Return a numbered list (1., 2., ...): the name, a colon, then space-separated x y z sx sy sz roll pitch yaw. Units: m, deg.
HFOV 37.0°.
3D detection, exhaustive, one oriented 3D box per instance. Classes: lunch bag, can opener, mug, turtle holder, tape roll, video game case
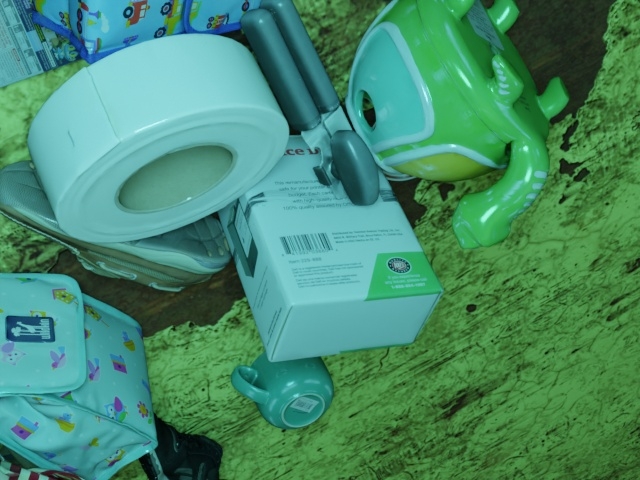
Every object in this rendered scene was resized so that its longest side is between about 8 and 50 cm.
1. lunch bag: -0.153 -0.337 1.053 0.293 0.138 0.220 -18 133 -39
2. can opener: 0.000 -0.170 1.174 0.074 0.093 0.280 -47 120 -31
3. lunch bag: -0.355 0.171 1.267 0.160 0.223 0.262 -35 133 16
4. mug: -0.056 0.248 1.553 0.158 0.097 0.129 -19 131 -12
5. turtle holder: 0.176 -0.169 1.227 0.227 0.243 0.320 -32 98 29
6. tape roll: -0.182 -0.109 1.096 0.286 0.100 0.286 -23 163 -8
7. video game case: -0.336 -0.281 1.071 0.184 0.023 0.201 -22 130 -9

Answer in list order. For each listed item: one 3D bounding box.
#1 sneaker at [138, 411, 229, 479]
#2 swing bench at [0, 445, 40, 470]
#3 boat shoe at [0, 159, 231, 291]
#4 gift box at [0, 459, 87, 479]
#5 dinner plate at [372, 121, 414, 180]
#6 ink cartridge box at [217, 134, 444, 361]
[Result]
1. sneaker: -0.230 0.343 1.561 0.124 0.107 0.283 -32 137 -20
2. swing bench: -0.527 0.343 1.364 0.253 0.165 0.254 -34 127 2
3. boat shoe: -0.276 -0.003 1.249 0.324 0.123 0.116 22 130 -29
4. gift box: -0.383 0.384 1.138 0.255 0.258 0.276 30 145 -29
5. dinner plate: 0.129 -0.150 1.395 0.141 0.017 0.141 -12 128 -16
6. ink cartridge box: 0.000 0.000 1.259 0.211 0.289 0.121 -4 139 -23
